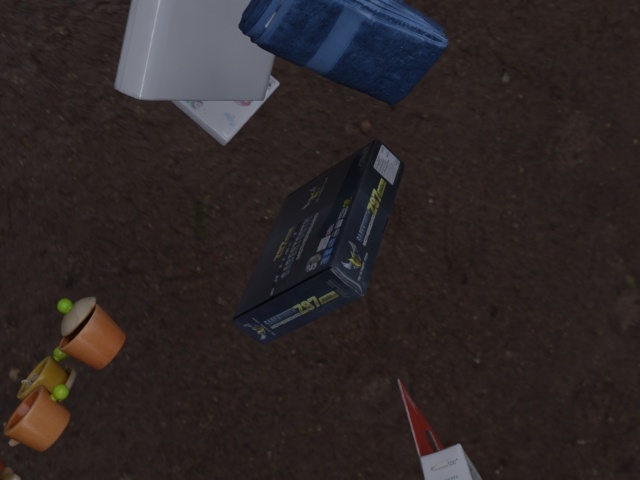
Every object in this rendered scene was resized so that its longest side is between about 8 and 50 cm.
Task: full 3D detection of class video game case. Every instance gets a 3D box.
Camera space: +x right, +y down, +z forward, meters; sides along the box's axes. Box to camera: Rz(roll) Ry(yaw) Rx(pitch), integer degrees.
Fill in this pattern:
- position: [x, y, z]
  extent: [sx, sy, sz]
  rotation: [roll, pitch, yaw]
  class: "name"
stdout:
- position: [-0.153, -0.227, 1.257]
  extent: [0.157, 0.019, 0.143]
  rotation: [41, 54, -7]
  class: "video game case"

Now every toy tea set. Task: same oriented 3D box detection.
- position: [-0.395, 0.206, 1.139]
  extent: [0.124, 0.200, 0.336]
  rotation: [42, 61, -19]
  class: "toy tea set"

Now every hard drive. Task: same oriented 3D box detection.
- position: [-0.088, -0.319, 0.924]
  extent: [0.233, 0.047, 0.353]
  rotation: [-16, 125, -61]
  class: "hard drive"

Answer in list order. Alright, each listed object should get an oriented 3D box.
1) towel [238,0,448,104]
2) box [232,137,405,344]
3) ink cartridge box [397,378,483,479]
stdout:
- position: [0.015, -0.126, 0.551]
  extent: [0.119, 0.029, 0.067]
  rotation: [19, 131, -27]
  class: "towel"
- position: [0.000, 0.000, 1.106]
  extent: [0.059, 0.183, 0.233]
  rotation: [41, 45, -20]
  class: "box"
- position: [0.191, 0.331, 1.172]
  extent: [0.060, 0.239, 0.275]
  rotation: [-21, 138, 11]
  class: "ink cartridge box"
